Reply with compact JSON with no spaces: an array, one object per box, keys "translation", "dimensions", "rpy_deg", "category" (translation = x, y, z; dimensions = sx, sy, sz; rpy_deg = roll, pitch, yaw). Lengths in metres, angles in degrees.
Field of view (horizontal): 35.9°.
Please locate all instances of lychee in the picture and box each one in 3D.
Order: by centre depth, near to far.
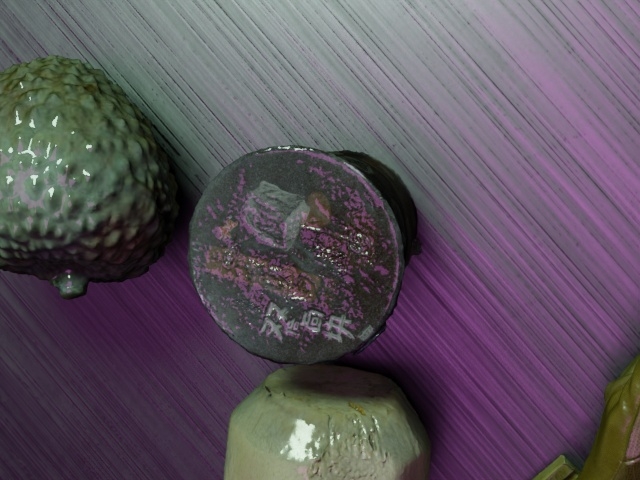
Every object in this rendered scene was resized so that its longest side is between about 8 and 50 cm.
[{"translation":[-0.277,-0.069,1.072],"dimensions":[0.256,0.255,0.274],"rpy_deg":[-8,69,18],"category":"lychee"}]

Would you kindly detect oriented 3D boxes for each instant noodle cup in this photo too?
[{"translation":[0.000,0.000,1.023],"dimensions":[0.218,0.207,0.217],"rpy_deg":[3,101,15],"category":"instant noodle cup"}]

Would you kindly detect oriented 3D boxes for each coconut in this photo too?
[{"translation":[0.007,0.263,1.067],"dimensions":[0.227,0.227,0.230],"rpy_deg":[7,103,15],"category":"coconut"}]

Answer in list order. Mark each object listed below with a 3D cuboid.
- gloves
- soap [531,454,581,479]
[{"translation":[0.353,0.193,0.991],"dimensions":[0.154,0.141,0.331],"rpy_deg":[33,102,18],"category":"gloves"},{"translation":[0.219,0.352,1.118],"dimensions":[0.092,0.037,0.252],"rpy_deg":[45,108,3],"category":"soap"}]
